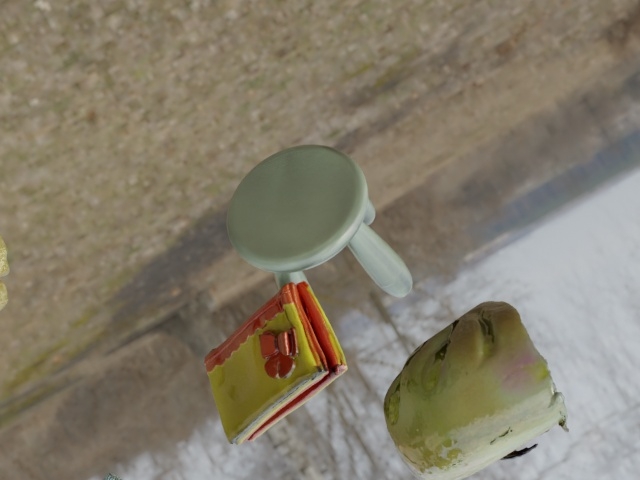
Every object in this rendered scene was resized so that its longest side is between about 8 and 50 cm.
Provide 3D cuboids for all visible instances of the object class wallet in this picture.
[{"bbox_3d":[-0.072,0.162,1.725,0.067,0.141,0.241,-5,154,-39],"label":"wallet"}]

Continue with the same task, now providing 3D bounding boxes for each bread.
[{"bbox_3d":[0.142,0.155,1.310,0.156,0.158,0.260,-15,162,-39],"label":"bread"}]

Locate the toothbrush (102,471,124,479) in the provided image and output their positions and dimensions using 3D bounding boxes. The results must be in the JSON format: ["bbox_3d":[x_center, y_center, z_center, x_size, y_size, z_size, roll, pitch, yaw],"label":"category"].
[{"bbox_3d":[-0.183,0.392,1.769,0.021,0.269,0.027,-44,162,-53],"label":"toothbrush"}]

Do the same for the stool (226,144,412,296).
[{"bbox_3d":[0.000,0.000,1.777,0.195,0.195,0.199,-30,140,4],"label":"stool"}]

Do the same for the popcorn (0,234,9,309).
[{"bbox_3d":[-0.567,0.052,1.847,0.253,0.191,0.190,-40,154,-17],"label":"popcorn"}]
